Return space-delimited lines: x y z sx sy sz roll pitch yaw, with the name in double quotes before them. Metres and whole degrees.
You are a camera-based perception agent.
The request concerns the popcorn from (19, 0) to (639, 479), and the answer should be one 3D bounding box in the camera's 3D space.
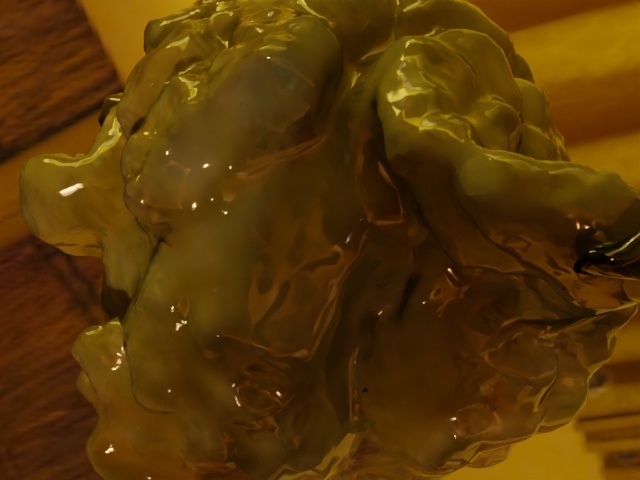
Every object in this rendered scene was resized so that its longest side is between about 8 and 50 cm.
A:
"popcorn" -0.002 -0.007 0.738 0.293 0.293 0.237 29 -140 -47
